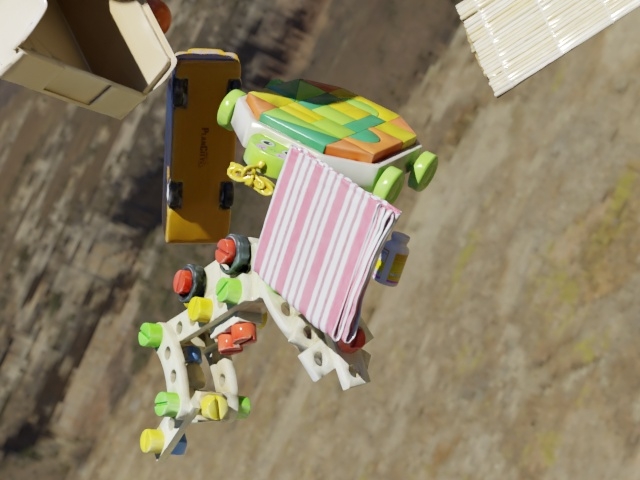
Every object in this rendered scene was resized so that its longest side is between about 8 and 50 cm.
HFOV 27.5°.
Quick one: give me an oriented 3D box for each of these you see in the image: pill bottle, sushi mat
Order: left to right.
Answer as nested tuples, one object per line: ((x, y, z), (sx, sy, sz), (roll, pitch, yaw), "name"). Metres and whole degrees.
((0.116, 0.029, 2.084), (0.043, 0.043, 0.083), (-106, 34, -73), "pill bottle")
((0.305, -0.300, 1.490), (0.316, 0.019, 0.151), (-32, 56, 19), "sushi mat")

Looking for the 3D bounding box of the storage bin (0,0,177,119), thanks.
((-0.339, -0.305, 1.640), (0.123, 0.260, 0.262), (-37, -22, 19), "storage bin")

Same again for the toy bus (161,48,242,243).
((-0.195, -0.153, 2.118), (0.130, 0.108, 0.332), (-110, 23, -59), "toy bus")

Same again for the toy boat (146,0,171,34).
((-0.288, -0.314, 1.906), (0.231, 0.151, 0.151), (37, 138, 44), "toy boat")

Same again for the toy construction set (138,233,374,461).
((-0.093, 0.120, 1.520), (0.328, 0.151, 0.215), (-22, 62, 36), "toy construction set")

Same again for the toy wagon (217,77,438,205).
((-0.004, -0.131, 1.732), (0.344, 0.267, 0.068), (-27, -39, -61), "toy wagon")

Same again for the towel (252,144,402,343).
((0.000, 0.000, 1.296), (0.197, 0.029, 0.144), (37, 111, 53), "towel")
